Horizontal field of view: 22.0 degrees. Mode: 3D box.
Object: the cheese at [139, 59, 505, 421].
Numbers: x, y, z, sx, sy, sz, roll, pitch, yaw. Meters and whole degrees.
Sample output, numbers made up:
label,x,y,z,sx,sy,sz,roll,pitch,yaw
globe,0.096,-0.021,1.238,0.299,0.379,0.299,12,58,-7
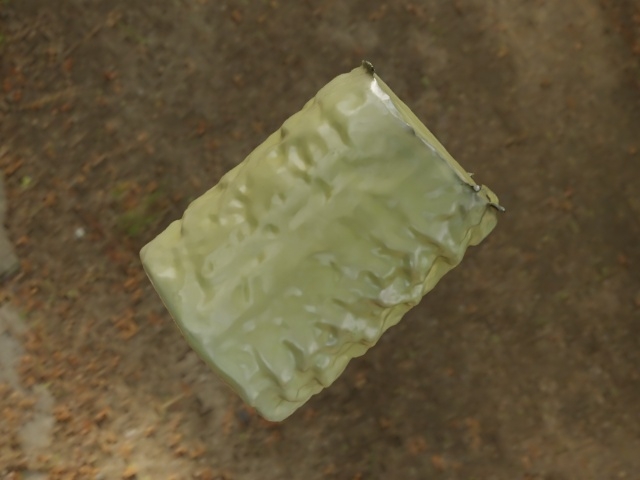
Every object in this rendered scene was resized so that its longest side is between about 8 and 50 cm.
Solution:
label,x,y,z,sx,sy,sz,roll,pitch,yaw
cheese,0.000,0.000,0.867,0.123,0.167,0.094,49,8,9
